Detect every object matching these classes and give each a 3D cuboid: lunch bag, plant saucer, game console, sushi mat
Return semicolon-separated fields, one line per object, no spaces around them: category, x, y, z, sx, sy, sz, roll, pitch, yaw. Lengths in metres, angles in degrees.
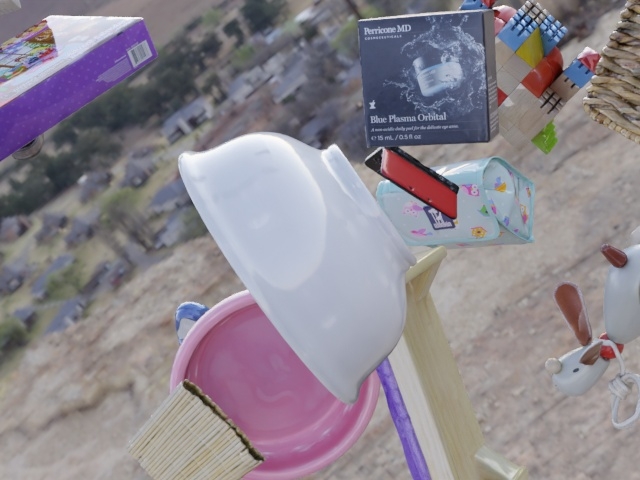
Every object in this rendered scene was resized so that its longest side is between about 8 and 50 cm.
lunch bag;0.254;-0.069;1.895;0.223;0.262;0.160;-4;78;32
plant saucer;-0.073;0.219;1.612;0.332;0.332;0.084;-39;21;3
game console;0.140;-0.082;1.607;0.124;0.144;0.085;-34;27;60
sushi mat;-0.187;0.302;1.447;0.019;0.151;0.316;-42;-3;-36

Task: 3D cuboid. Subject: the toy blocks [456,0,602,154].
toy blocks;0.379;-0.364;2.030;0.191;0.381;0.261;-47;-2;-34

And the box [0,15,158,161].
box;-0.369;-0.183;1.227;0.200;0.057;0.293;11;42;40

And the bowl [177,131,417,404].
bowl;0.000;0.000;0.988;0.134;0.298;0.298;-35;23;4

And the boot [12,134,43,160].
boot;-0.592;-0.297;1.880;0.091;0.229;0.263;-23;53;-7

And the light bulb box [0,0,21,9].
light bulb box;-0.765;-0.540;1.789;0.361;0.358;0.225;-18;10;-8

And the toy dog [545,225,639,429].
toy dog;0.451;0.115;1.613;0.334;0.160;0.220;-66;18;13

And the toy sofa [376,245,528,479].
toy sofa;0.124;0.204;1.367;0.177;0.363;0.150;-17;6;34

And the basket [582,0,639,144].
basket;0.457;-0.153;0.999;0.299;0.223;0.214;44;123;45

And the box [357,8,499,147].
box;0.134;-0.199;1.253;0.155;0.158;0.093;-1;13;18

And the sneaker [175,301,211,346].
sneaker;-0.244;0.273;2.139;0.111;0.297;0.131;-4;29;27
